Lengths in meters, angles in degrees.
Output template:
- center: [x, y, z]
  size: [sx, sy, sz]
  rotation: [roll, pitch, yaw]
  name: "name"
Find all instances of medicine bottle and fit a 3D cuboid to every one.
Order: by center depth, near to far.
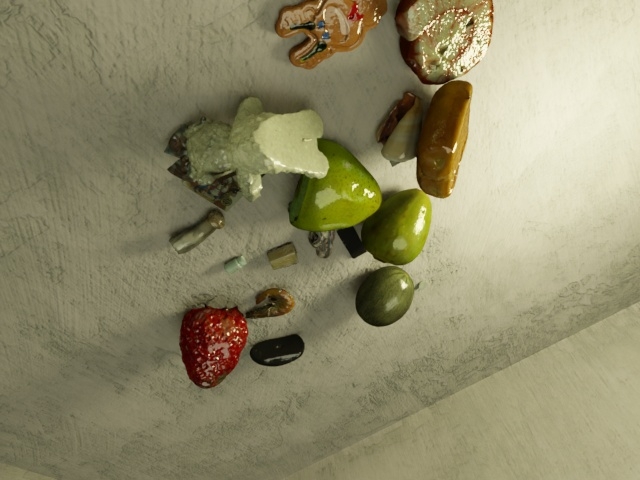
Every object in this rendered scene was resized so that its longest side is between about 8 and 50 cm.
- center: [-0.344, 0.099, 1.968]
  size: [0.083, 0.047, 0.047]
  rotation: [-30, 134, 8]
  name: "medicine bottle"

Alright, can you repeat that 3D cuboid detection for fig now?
- center: [0.310, -0.060, 1.938]
  size: [0.258, 0.258, 0.326]
  rotation: [24, 101, -35]
  name: "fig"

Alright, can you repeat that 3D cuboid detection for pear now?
- center: [0.067, -0.158, 1.758]
  size: [0.318, 0.238, 0.342]
  rotation: [9, 128, -17]
  name: "pear"

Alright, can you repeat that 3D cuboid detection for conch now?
- center: [0.299, -0.379, 1.713]
  size: [0.127, 0.158, 0.255]
  rotation: [2, 122, -49]
  name: "conch"

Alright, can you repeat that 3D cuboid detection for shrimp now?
- center: [-0.232, 0.291, 2.164]
  size: [0.248, 0.068, 0.150]
  rotation: [-29, 112, 17]
  name: "shrimp"

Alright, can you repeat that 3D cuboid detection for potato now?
- center: [-0.155, 0.069, 2.003]
  size: [0.122, 0.061, 0.086]
  rotation: [-21, 137, 0]
  name: "potato"

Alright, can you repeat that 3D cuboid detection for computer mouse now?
- center: [-0.206, 0.544, 2.367]
  size: [0.269, 0.137, 0.086]
  rotation: [-10, 127, -10]
  name: "computer mouse"

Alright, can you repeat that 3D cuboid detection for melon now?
- center: [0.294, 0.252, 2.214]
  size: [0.237, 0.237, 0.302]
  rotation: [17, 123, -32]
  name: "melon"

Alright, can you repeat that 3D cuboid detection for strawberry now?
- center: [-0.450, 0.426, 2.054]
  size: [0.291, 0.310, 0.292]
  rotation: [-7, 133, -8]
  name: "strawberry"

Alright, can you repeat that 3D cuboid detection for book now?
- center: [-0.316, -0.235, 1.685]
  size: [0.264, 0.027, 0.202]
  rotation: [-41, 130, 18]
  name: "book"

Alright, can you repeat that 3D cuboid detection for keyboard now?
- center: [0.135, 0.005, 2.086]
  size: [0.074, 0.015, 0.196]
  rotation: [-31, 135, 3]
  name: "keyboard"

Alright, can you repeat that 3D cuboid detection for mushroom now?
- center: [-0.447, -0.030, 1.791]
  size: [0.223, 0.081, 0.092]
  rotation: [-31, 154, 5]
  name: "mushroom"

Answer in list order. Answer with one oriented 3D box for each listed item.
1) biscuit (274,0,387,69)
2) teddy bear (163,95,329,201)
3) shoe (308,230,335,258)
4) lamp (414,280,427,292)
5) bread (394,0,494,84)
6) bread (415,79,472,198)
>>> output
- center: [0.039, -0.640, 1.432]
  size: [0.334, 0.047, 0.202]
  rotation: [-25, 135, 2]
  name: "biscuit"
- center: [-0.233, -0.285, 1.549]
  size: [0.362, 0.327, 0.375]
  rotation: [-6, -178, 42]
  name: "teddy bear"
- center: [0.000, 0.000, 1.977]
  size: [0.092, 0.089, 0.180]
  rotation: [-1, 129, -21]
  name: "shoe"
- center: [0.446, 0.265, 2.435]
  size: [0.198, 0.056, 0.050]
  rotation: [-43, 131, 5]
  name: "lamp"
- center: [0.386, -0.653, 1.502]
  size: [0.295, 0.114, 0.328]
  rotation: [-27, 134, 4]
  name: "bread"
- center: [0.407, -0.346, 1.644]
  size: [0.148, 0.337, 0.328]
  rotation: [12, 162, 18]
  name: "bread"
